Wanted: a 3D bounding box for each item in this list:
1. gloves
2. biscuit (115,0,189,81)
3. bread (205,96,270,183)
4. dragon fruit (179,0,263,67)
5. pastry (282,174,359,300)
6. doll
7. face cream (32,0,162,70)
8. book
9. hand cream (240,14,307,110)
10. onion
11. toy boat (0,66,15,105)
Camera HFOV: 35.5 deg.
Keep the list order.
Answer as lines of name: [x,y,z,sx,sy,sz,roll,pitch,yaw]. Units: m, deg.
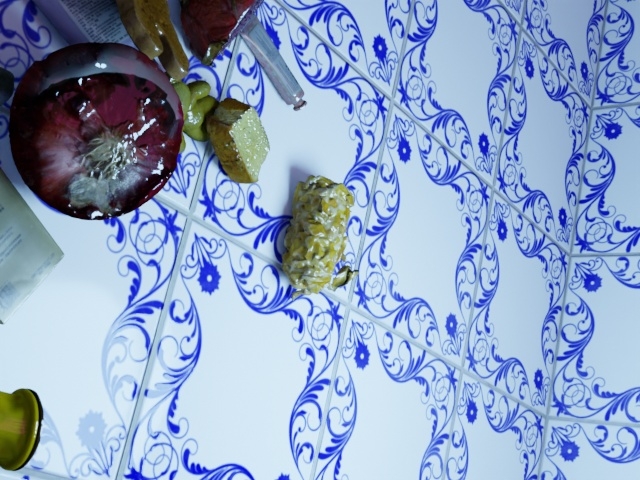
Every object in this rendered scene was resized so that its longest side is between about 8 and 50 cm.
gloves: [-0.533,0.237,1.346,0.294,0.116,0.133,20,65,-42]
biscuit: [-0.296,-0.397,1.613,0.295,0.044,0.186,69,11,23]
bread: [-0.149,-0.183,1.823,0.103,0.065,0.187,-64,152,-30]
dragon fruit: [-0.183,-0.434,1.762,0.148,0.218,0.223,39,96,-9]
pastry: [0.000,0.000,2.008,0.154,0.102,0.250,23,69,-45]
doll: [-0.250,-0.226,1.739,0.137,0.097,0.209,-60,157,7]
face cream: [-0.367,-0.354,1.592,0.274,0.096,0.154,55,50,-17]
book: [-0.489,-0.011,1.461,0.161,0.026,0.231,-55,129,-38]
hand cream: [-0.093,-0.344,1.964,0.209,0.043,0.067,56,46,-26]
onion: [-0.350,-0.175,1.532,0.272,0.195,0.272,-8,108,-26]
toy boat: [-0.543,-0.248,1.369,0.260,0.078,0.085,15,53,-52]
